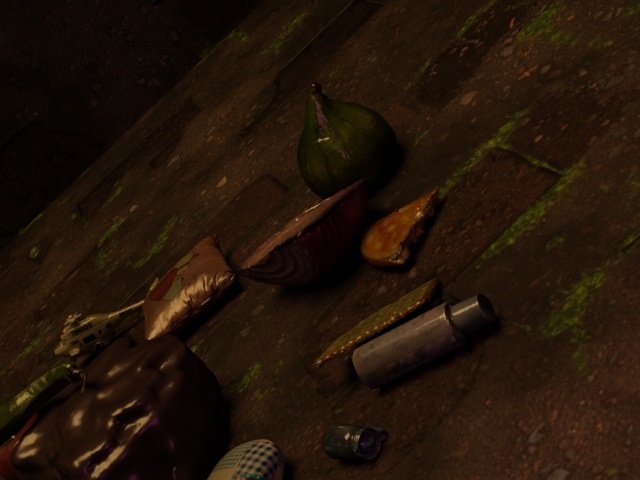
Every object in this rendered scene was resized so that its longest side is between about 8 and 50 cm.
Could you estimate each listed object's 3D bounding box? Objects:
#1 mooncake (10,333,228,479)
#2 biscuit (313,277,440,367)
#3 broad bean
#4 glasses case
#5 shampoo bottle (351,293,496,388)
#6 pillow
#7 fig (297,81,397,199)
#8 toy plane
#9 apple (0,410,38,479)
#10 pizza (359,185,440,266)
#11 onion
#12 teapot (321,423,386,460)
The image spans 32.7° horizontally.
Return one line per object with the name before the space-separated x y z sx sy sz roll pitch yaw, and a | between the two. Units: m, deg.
mooncake | -0.331 0.323 1.814 0.381 0.212 0.350 -12 32 46
biscuit | 0.089 0.121 1.642 0.203 0.016 0.144 -33 3 18
broad bean | -0.496 0.283 1.819 0.318 0.056 0.098 -33 23 30
glasses case | -0.135 0.412 1.500 0.125 0.076 0.327 -23 31 35
shampoo bottle | 0.145 0.139 1.526 0.214 0.072 0.072 -30 27 27
pillow | -0.275 0.102 2.219 0.236 0.084 0.223 -42 24 1
fig | 0.022 -0.198 2.068 0.203 0.235 0.203 -31 31 21
toy plane | -0.464 0.177 2.386 0.286 0.108 0.092 -25 26 9
apple | -0.551 0.408 2.108 0.153 0.120 0.153 -41 21 19
pizza | 0.138 -0.024 1.845 0.176 0.036 0.185 -46 20 -14
onion | 0.000 0.000 1.944 0.247 0.111 0.250 -40 5 -33
teapot | 0.047 0.276 1.490 0.083 0.064 0.049 -6 75 50
